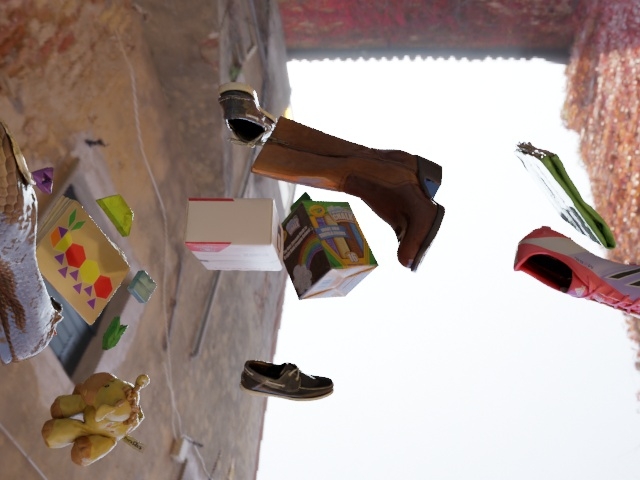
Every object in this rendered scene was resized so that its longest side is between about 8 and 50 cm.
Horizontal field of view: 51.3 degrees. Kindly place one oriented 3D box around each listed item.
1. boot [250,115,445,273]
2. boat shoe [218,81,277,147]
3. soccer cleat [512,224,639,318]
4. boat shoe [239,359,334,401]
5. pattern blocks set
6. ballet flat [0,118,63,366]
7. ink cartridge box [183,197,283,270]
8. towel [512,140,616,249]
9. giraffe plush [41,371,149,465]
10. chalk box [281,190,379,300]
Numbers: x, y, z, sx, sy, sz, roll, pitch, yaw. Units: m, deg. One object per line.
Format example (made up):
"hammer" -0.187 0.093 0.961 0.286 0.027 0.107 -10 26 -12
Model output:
"boot" 0.038 -0.081 0.973 0.280 0.096 0.264 17 -135 -3
"boat shoe" -0.140 -0.229 1.328 0.095 0.254 0.079 -1 -102 5
"soccer cleat" 0.377 0.059 0.886 0.248 0.083 0.095 27 -138 19
"boat shoe" -0.076 0.337 1.615 0.233 0.079 0.084 9 -160 -8
"pattern blocks set" -0.405 0.032 1.110 0.026 0.325 0.285 -3 -145 31
"ballet flat" -0.215 0.005 0.469 0.058 0.250 0.084 -18 -124 -31
"ink cartridge box" -0.172 -0.008 1.384 0.172 0.237 0.100 1 -105 2
"towel" 0.247 -0.051 0.676 0.023 0.113 0.152 -38 -174 12
"giraffe plush" -0.431 0.338 1.331 0.210 0.170 0.181 19 -139 -10
"chalk box" 0.000 0.000 1.882 0.179 0.180 0.289 0 -123 -39
